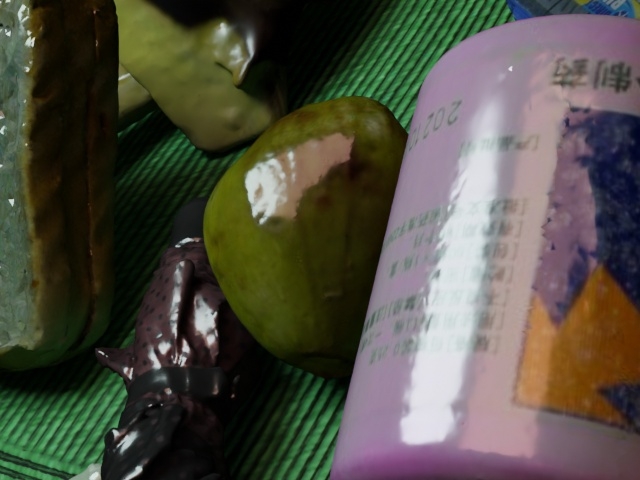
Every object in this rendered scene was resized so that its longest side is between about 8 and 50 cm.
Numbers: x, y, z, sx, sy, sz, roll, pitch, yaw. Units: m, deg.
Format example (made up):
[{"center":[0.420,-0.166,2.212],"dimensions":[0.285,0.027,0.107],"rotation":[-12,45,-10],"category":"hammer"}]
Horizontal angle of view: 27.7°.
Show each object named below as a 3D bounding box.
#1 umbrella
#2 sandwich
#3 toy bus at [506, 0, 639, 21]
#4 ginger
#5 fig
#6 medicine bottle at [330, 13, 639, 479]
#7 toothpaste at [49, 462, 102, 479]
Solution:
[{"center":[-0.081,0.087,0.784],"dimensions":[0.094,0.090,0.326],"rotation":[-37,30,32],"category":"umbrella"},{"center":[-0.286,-0.039,0.966],"dimensions":[0.301,0.099,0.271],"rotation":[-3,83,32],"category":"sandwich"},{"center":[0.200,-0.134,0.848],"dimensions":[0.094,0.079,0.236],"rotation":[-33,36,2],"category":"toy bus"},{"center":[-0.162,-0.271,1.105],"dimensions":[0.211,0.358,0.413],"rotation":[132,147,-50],"category":"ginger"},{"center":[0.000,0.000,0.790],"dimensions":[0.154,0.144,0.165],"rotation":[-4,58,29],"category":"fig"},{"center":[0.101,0.068,0.552],"dimensions":[0.178,0.178,0.290],"rotation":[-3,60,33],"category":"medicine bottle"},{"center":[-0.216,0.200,0.798],"dimensions":[0.216,0.037,0.062],"rotation":[-32,37,8],"category":"toothpaste"}]
